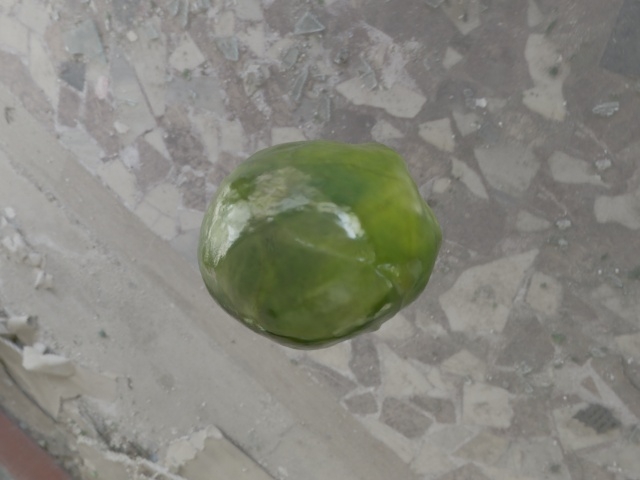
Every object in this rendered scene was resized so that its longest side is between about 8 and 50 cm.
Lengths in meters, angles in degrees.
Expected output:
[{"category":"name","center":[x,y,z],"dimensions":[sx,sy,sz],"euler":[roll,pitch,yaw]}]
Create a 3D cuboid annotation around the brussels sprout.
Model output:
[{"category":"brussels sprout","center":[-0.003,-0.004,0.398],"dimensions":[0.161,0.180,0.144],"euler":[-29,103,11]}]
